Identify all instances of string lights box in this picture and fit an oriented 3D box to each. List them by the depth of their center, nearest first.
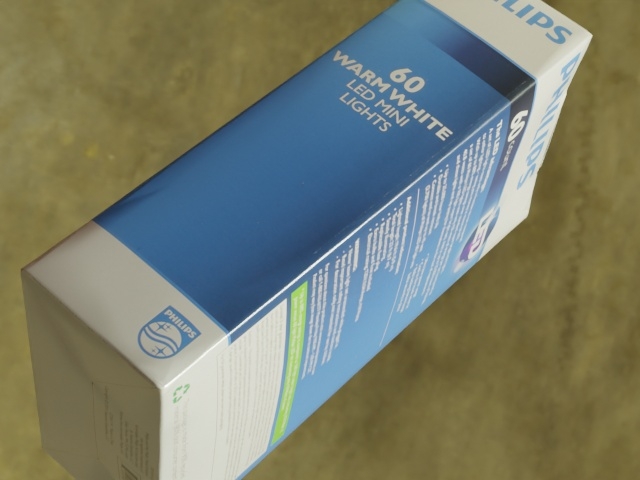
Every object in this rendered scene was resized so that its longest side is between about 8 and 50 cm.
[{"bbox_3d":[0.000,0.000,0.590,0.259,0.076,0.133,-39,156,-31],"label":"string lights box"}]
